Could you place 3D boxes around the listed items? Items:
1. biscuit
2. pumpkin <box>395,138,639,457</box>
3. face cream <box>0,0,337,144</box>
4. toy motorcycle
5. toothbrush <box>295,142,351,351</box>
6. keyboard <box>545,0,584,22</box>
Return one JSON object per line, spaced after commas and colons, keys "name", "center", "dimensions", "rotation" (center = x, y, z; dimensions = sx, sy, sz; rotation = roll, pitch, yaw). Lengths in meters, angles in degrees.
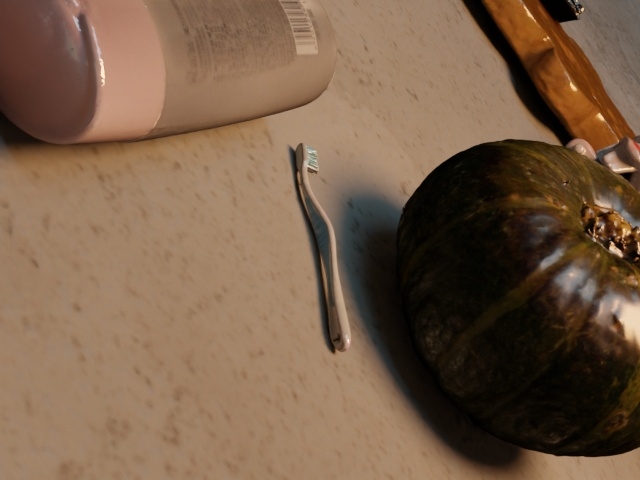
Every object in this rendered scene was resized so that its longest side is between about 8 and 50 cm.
{"name": "biscuit", "center": [0.261, -0.211, 1.453], "dimensions": [0.355, 0.052, 0.275], "rotation": [54, 20, -4]}
{"name": "pumpkin", "center": [0.148, 0.038, 0.814], "dimensions": [0.224, 0.157, 0.223], "rotation": [26, 39, -23]}
{"name": "face cream", "center": [-0.078, -0.107, 0.666], "dimensions": [0.107, 0.073, 0.269], "rotation": [55, 24, 7]}
{"name": "toy motorcycle", "center": [0.299, -0.058, 1.197], "dimensions": [0.260, 0.171, 0.110], "rotation": [9, 51, -62]}
{"name": "toothbrush", "center": [0.000, 0.000, 0.756], "dimensions": [0.017, 0.014, 0.162], "rotation": [18, 42, -27]}
{"name": "keyboard", "center": [0.288, -0.303, 1.570], "dimensions": [0.072, 0.023, 0.231], "rotation": [54, 6, -5]}
